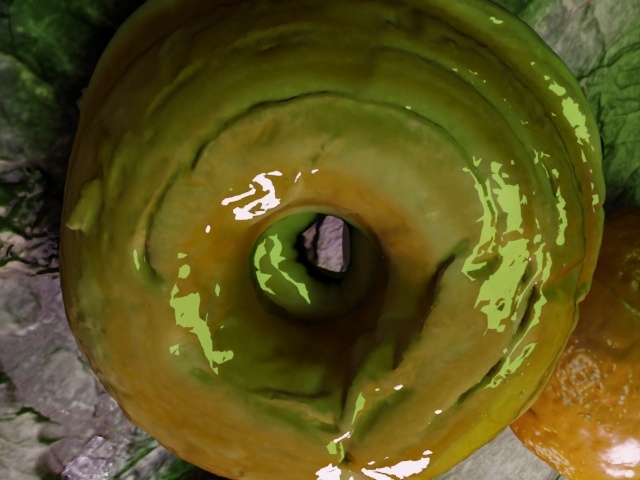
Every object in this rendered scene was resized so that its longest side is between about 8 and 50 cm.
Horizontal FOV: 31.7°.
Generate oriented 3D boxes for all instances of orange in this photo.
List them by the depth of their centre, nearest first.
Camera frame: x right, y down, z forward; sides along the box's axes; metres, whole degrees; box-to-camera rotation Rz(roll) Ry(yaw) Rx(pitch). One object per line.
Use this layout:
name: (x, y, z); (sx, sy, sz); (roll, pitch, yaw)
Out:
orange: (0.368, 0.135, 1.296); (0.341, 0.293, 0.340); (-19, 134, -21)

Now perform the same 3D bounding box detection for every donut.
donut: (0.000, 0.000, 0.866); (0.449, 0.198, 0.448); (2, 112, 5)

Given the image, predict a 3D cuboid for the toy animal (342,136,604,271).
toy animal: (0.138, -0.023, 1.064); (0.213, 0.212, 0.266); (7, 118, -43)
